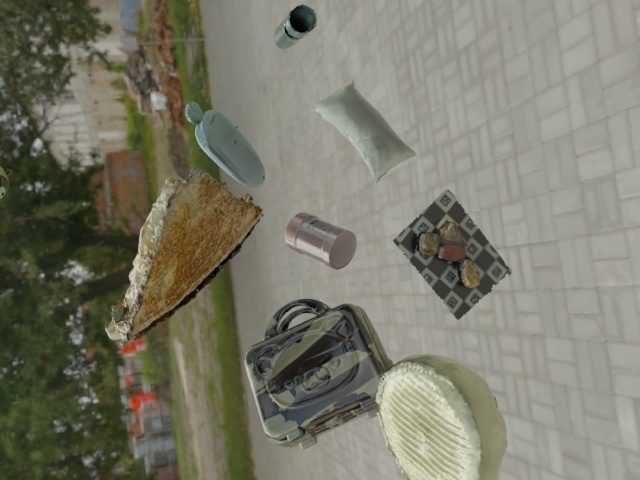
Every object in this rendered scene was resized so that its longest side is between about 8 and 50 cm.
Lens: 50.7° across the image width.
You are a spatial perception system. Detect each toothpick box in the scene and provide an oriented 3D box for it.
[{"bbox_3d":[0.000,0.000,1.606,0.149,0.098,0.098,24,124,39],"label":"toothpick box"}]

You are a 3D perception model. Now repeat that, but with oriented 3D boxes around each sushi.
[{"bbox_3d":[0.238,0.029,1.168,0.201,0.139,0.031,49,171,-13],"label":"sushi"}]

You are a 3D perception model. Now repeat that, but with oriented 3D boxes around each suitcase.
[{"bbox_3d":[-0.008,0.310,1.686,0.339,0.351,0.194,67,-175,30],"label":"suitcase"}]

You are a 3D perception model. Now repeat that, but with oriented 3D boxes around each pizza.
[{"bbox_3d":[-0.291,0.044,1.380,0.392,0.080,0.435,-56,-17,0],"label":"pizza"}]

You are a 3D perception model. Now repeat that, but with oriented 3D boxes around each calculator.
[{"bbox_3d":[-0.254,-0.260,1.839,0.299,0.041,0.185,47,-152,-25],"label":"calculator"}]

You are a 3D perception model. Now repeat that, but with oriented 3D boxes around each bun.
[{"bbox_3d":[0.228,0.329,1.216,0.287,0.146,0.287,28,123,54],"label":"bun"}]

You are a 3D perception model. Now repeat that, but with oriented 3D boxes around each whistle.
[{"bbox_3d":[-0.063,-0.482,1.542,0.312,0.062,0.062,-137,42,-76],"label":"whistle"}]

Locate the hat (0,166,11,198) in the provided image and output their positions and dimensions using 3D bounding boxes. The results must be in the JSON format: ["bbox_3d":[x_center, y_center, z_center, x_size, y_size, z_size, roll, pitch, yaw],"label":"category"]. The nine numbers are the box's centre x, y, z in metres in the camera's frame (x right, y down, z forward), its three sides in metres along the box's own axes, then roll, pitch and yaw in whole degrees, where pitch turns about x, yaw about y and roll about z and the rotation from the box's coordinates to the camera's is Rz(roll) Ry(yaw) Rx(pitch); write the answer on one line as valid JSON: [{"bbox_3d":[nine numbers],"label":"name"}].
[{"bbox_3d":[-0.683,-0.122,1.411,0.059,0.076,0.077,-21,-54,-64],"label":"hat"}]

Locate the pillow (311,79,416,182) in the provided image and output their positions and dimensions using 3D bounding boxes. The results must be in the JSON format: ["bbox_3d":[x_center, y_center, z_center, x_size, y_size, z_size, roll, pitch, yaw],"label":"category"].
[{"bbox_3d":[0.107,-0.267,1.662,0.254,0.144,0.078,49,150,2],"label":"pillow"}]
